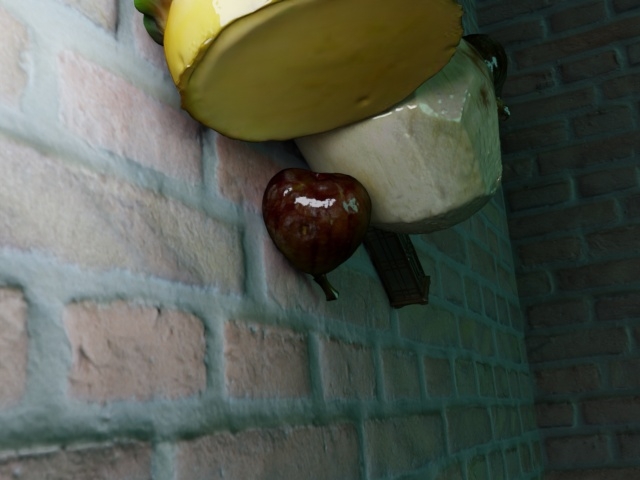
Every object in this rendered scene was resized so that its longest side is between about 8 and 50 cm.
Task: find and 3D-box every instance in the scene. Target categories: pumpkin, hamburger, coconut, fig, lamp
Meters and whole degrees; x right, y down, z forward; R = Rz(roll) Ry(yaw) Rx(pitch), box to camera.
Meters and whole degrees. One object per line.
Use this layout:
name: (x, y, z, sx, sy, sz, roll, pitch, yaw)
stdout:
pumpkin: (0.400, -0.376, 1.831, 0.139, 0.222, 0.317, -22, 130, -37)
hamburger: (-0.020, -0.328, 0.885, 0.396, 0.396, 0.277, 15, 56, -64)
coconut: (0.132, -0.219, 1.200, 0.344, 0.415, 0.415, -36, 121, -18)
fig: (0.001, -0.001, 1.126, 0.145, 0.170, 0.274, -81, 168, -45)
lamp: (0.151, 0.003, 1.508, 0.089, 0.090, 0.325, -72, 144, -48)
